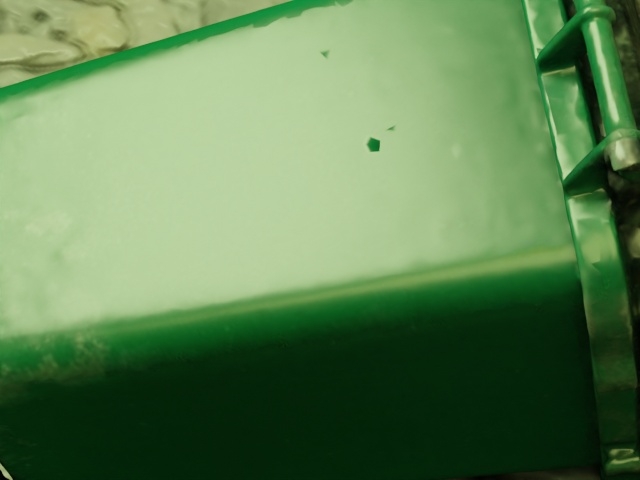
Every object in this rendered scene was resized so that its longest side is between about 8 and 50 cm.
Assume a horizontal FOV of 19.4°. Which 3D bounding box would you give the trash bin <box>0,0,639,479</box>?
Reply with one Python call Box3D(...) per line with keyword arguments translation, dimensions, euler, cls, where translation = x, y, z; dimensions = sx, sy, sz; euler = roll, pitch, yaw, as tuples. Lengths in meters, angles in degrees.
Box3D(translation=(0.000, 0.000, 0.962), dimensions=(0.381, 0.295, 0.259), euler=(-12, 59, 4), cls="trash bin")
